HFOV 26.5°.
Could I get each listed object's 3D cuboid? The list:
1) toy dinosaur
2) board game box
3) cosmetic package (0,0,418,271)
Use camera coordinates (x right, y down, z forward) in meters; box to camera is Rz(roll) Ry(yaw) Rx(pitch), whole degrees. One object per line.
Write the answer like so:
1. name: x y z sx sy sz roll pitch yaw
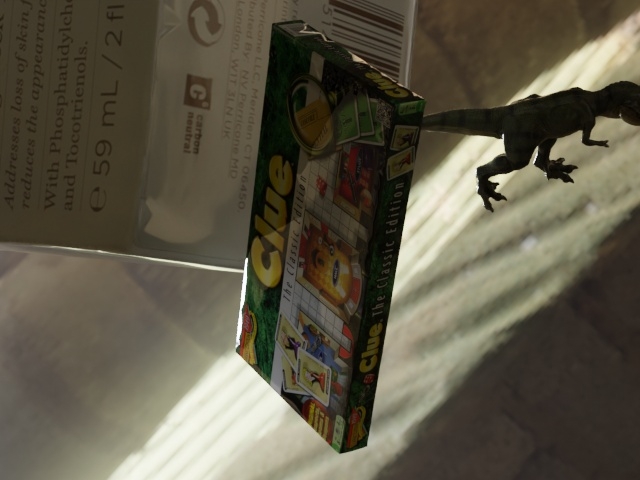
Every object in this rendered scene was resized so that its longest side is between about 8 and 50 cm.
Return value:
1. toy dinosaur: 0.194 -0.094 1.299 0.064 0.268 0.118 -94 -4 -45
2. board game box: 0.000 0.000 0.899 0.030 0.259 0.136 -12 -146 -31
3. cosmetic package: -0.168 -0.145 1.182 0.394 0.329 0.327 3 177 39
